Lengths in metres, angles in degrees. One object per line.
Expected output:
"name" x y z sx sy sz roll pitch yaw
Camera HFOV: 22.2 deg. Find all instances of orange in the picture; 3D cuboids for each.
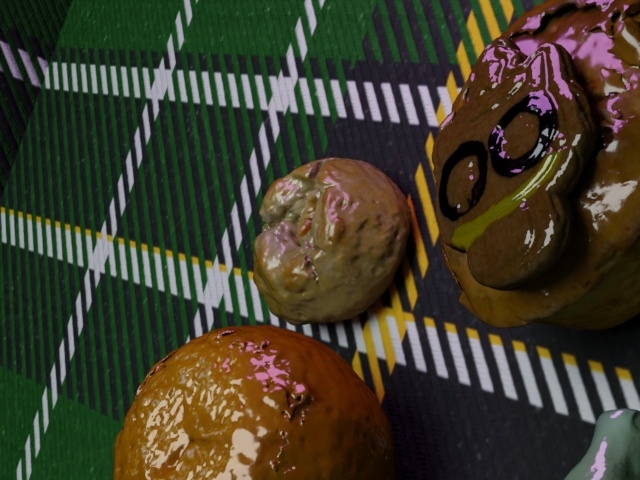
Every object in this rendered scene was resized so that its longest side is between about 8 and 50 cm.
"orange" -0.068 0.270 1.877 0.340 0.293 0.341 -19 57 32

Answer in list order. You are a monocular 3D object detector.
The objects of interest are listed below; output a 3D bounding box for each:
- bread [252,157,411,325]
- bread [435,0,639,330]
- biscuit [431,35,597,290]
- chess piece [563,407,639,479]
"bread" 0.000 0.000 2.076 0.244 0.134 0.244 -31 46 39
"bread" 0.274 -0.079 1.680 0.358 0.204 0.337 -53 39 27
"biscuit" 0.183 -0.086 1.595 0.208 0.041 0.290 -39 42 38
"chess piece" 0.302 0.244 1.370 0.175 0.298 0.176 -29 51 45
